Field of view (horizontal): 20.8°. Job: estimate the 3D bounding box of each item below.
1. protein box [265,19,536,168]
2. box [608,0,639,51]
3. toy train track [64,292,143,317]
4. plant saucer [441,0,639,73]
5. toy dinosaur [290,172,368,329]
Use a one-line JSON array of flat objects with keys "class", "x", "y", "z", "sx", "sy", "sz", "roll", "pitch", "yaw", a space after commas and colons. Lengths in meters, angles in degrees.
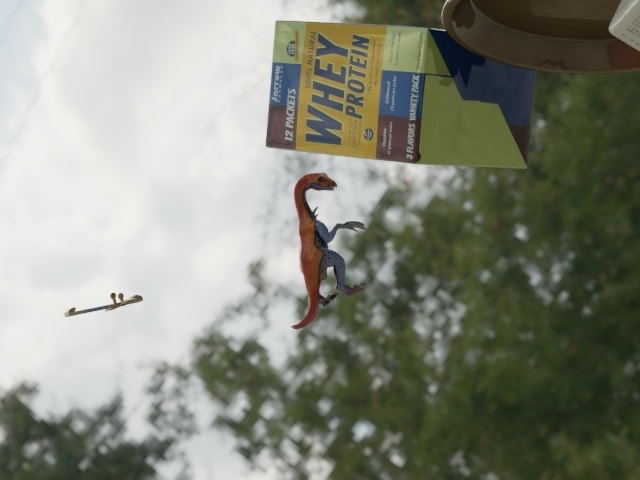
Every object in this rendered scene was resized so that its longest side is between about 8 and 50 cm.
[{"class": "protein box", "x": 0.085, "y": -0.152, "z": 1.824, "sx": 0.200, "sy": 0.201, "sz": 0.136, "roll": -1, "pitch": -83, "yaw": -50}, {"class": "box", "x": 0.333, "y": -0.230, "z": 1.279, "sx": 0.148, "sy": 0.121, "sz": 0.311, "roll": -60, "pitch": 1, "yaw": -13}, {"class": "toy train track", "x": -0.209, "y": 0.060, "z": 1.683, "sx": 0.083, "sy": 0.014, "sz": 0.048, "roll": -12, "pitch": -7, "yaw": -37}, {"class": "plant saucer", "x": 0.253, "y": -0.221, "z": 1.645, "sx": 0.278, "sy": 0.278, "sz": 0.041, "roll": 46, "pitch": -135, "yaw": -69}, {"class": "toy dinosaur", "x": 0.000, "y": 0.000, "z": 1.139, "sx": 0.047, "sy": 0.082, "sz": 0.090, "roll": -19, "pitch": 14, "yaw": 31}]
